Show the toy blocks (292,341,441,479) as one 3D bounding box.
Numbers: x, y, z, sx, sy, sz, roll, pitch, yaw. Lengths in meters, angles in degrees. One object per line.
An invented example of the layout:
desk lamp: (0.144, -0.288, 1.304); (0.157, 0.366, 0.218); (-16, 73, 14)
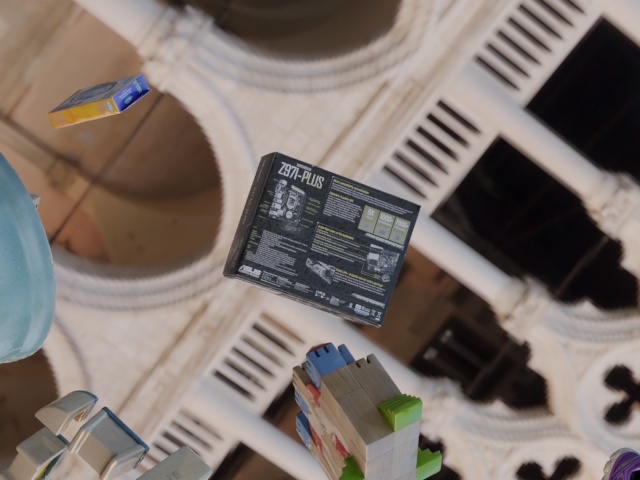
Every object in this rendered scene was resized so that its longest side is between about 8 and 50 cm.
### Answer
toy blocks: (0.049, 0.293, 2.201); (0.190, 0.261, 0.381); (-23, 144, -18)

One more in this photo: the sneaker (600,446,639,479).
sneaker: (0.449, 0.398, 2.040); (0.071, 0.068, 0.170); (29, -76, 55)

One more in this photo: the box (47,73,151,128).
box: (-0.299, -0.193, 1.854); (0.136, 0.028, 0.081); (-11, -156, 32)

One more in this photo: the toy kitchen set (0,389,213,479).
toy kitchen set: (-0.279, 0.303, 1.743); (0.166, 0.207, 0.122); (-55, 167, 26)

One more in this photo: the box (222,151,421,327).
box: (0.000, 0.000, 1.517); (0.077, 0.180, 0.147); (177, -68, -76)

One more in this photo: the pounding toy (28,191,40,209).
pounding toy: (-0.526, -0.040, 1.916); (0.206, 0.181, 0.094); (-47, 155, -72)

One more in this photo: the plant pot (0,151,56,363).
plant pot: (-0.466, 0.032, 1.516); (0.196, 0.293, 0.293); (-24, 169, -43)
